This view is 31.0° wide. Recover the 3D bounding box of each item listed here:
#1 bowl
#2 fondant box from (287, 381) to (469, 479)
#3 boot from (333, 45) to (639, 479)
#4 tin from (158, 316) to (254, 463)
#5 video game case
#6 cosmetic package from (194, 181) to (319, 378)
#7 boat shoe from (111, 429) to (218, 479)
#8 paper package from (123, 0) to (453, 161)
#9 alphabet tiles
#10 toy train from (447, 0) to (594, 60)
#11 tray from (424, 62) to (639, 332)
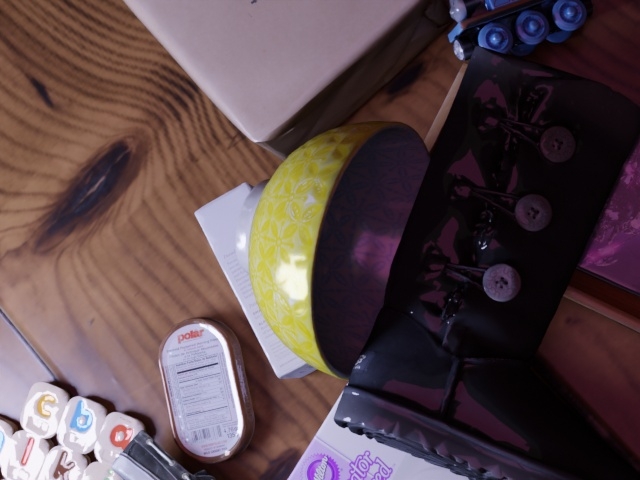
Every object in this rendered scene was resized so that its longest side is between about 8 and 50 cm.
[{"bbox_3d":[0.000,0.000,1.290,0.156,0.289,0.289,12,87,29],"label":"bowl"},{"bbox_3d":[0.152,0.294,1.371,0.330,0.096,0.238,32,92,15],"label":"fondant box"},{"bbox_3d":[0.254,0.051,1.258,0.367,0.146,0.445,24,76,-8],"label":"boot"},{"bbox_3d":[-0.146,0.191,1.480,0.106,0.040,0.189,-14,81,7],"label":"tin"},{"bbox_3d":[0.315,-0.065,1.333,0.274,0.026,0.196,25,90,13],"label":"video game case"},{"bbox_3d":[-0.059,0.051,1.432,0.085,0.117,0.231,-31,78,6],"label":"cosmetic package"},{"bbox_3d":[-0.156,0.321,1.445,0.219,0.078,0.070,37,70,3],"label":"boat shoe"},{"bbox_3d":[-0.051,-0.312,1.441,0.309,0.168,0.325,-42,77,6],"label":"paper package"},{"bbox_3d":[-0.348,0.339,1.516,0.284,0.021,0.278,19,89,14],"label":"alphabet tiles"},{"bbox_3d":[0.239,-0.280,1.402,0.184,0.080,0.105,-20,86,-7],"label":"toy train"},{"bbox_3d":[0.314,-0.034,1.379,0.411,0.076,0.203,27,91,15],"label":"tray"}]
